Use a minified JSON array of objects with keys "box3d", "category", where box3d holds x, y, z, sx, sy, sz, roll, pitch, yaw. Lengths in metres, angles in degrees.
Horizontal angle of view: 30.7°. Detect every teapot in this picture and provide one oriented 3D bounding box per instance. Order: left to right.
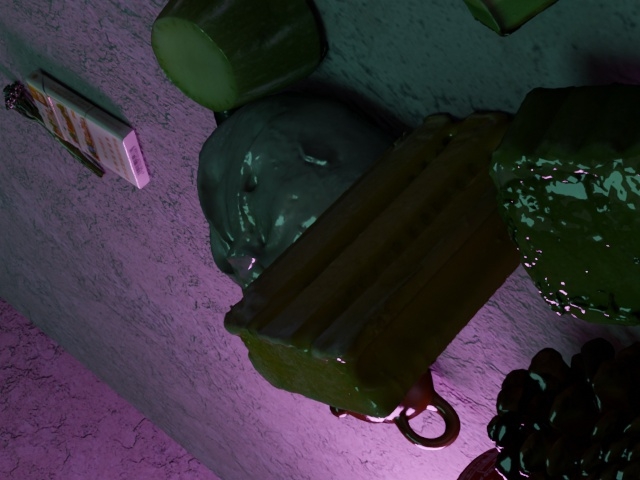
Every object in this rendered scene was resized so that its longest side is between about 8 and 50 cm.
[{"box3d":[0.077,0.203,1.598,0.252,0.135,0.178,38,160,16],"category":"teapot"}]

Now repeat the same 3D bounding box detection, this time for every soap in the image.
[{"box3d":[0.078,0.010,1.044,0.199,0.315,0.091,4,135,54],"category":"soap"}]

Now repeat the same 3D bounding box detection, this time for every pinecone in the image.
[{"box3d":[0.279,0.203,1.156,0.246,0.246,0.292,56,169,-24],"category":"pinecone"}]

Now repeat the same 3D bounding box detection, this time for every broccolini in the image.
[{"box3d":[-0.439,-0.183,1.933,0.218,0.042,0.044,39,156,-2],"category":"broccolini"}]

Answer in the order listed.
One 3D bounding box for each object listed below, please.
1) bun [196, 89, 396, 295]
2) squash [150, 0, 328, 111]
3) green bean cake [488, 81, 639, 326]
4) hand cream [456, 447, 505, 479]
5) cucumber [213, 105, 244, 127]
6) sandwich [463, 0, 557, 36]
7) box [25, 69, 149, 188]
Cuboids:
[{"box3d":[-0.003,0.001,1.312,0.354,0.194,0.354,35,153,21],"category":"bun"},{"box3d":[-0.089,-0.212,1.204,0.170,0.123,0.170,31,149,22],"category":"squash"},{"box3d":[0.254,-0.026,0.907,0.214,0.113,0.200,0,136,37],"category":"green bean cake"},{"box3d":[0.272,0.364,1.438,0.230,0.230,0.149,53,156,-19],"category":"hand cream"},{"box3d":[-0.089,-0.104,1.452,0.056,0.056,0.284,28,149,33],"category":"cucumber"},{"box3d":[0.147,-0.218,0.939,0.074,0.074,0.116,50,-172,-14],"category":"sandwich"},{"box3d":[-0.361,-0.173,1.807,0.220,0.032,0.122,32,154,26],"category":"box"}]
